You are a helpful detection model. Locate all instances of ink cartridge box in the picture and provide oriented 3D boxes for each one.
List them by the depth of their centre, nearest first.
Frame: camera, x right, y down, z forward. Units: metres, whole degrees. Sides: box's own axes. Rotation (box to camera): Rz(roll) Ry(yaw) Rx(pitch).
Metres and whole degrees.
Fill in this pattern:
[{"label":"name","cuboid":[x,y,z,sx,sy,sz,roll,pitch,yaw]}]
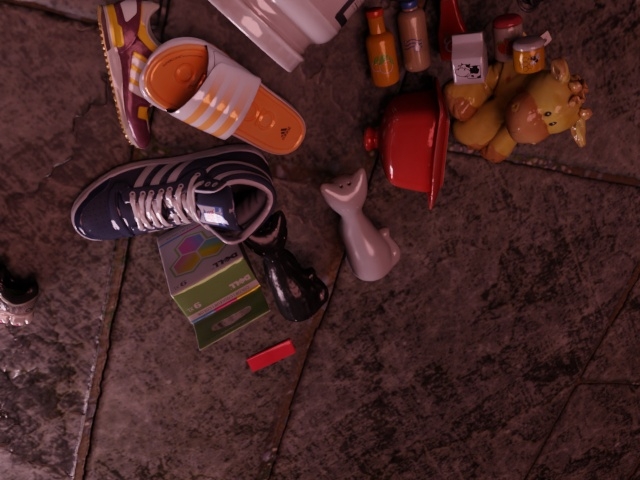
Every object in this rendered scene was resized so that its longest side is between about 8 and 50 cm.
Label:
[{"label":"ink cartridge box","cuboid":[-0.153,0.043,0.918,0.109,0.209,0.062,-28,126,-3]}]

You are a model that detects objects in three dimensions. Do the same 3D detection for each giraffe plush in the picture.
[{"label":"giraffe plush","cuboid":[0.307,-0.199,0.966,0.181,0.170,0.210,25,108,-29]}]

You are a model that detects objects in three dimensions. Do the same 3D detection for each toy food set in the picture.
[{"label":"toy food set","cuboid":[0.181,-0.281,0.894,0.232,0.111,0.104,2,127,25]}]

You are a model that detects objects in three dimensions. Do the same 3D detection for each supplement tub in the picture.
[{"label":"supplement tub","cuboid":[-0.007,-0.351,0.754,0.191,0.191,0.272,36,102,-32]}]

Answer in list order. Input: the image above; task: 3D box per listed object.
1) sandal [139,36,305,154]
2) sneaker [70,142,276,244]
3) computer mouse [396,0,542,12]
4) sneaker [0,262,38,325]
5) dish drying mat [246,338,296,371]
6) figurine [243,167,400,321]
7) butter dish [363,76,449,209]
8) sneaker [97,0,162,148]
[{"label":"sandal","cuboid":[-0.102,-0.174,0.861,0.265,0.076,0.102,19,105,-43]},{"label":"sneaker","cuboid":[-0.194,-0.046,0.887,0.282,0.153,0.099,-18,123,-9]},{"label":"computer mouse","cuboid":[0.174,-0.398,0.845,0.262,0.060,0.184,4,90,-3]},{"label":"sneaker","cuboid":[-0.466,0.060,0.908,0.170,0.063,0.075,23,109,-34]},{"label":"dish drying mat","cuboid":[-0.086,0.200,1.155,0.083,0.008,0.032,-24,123,-4]},{"label":"figurine","cuboid":[0.000,0.000,0.992,0.215,0.092,0.209,-29,138,-3]},{"label":"butter dish","cuboid":[0.121,-0.146,0.963,0.118,0.160,0.160,4,120,5]},{"label":"sneaker","cuboid":[-0.222,-0.205,0.836,0.084,0.069,0.185,-12,124,-12]}]
